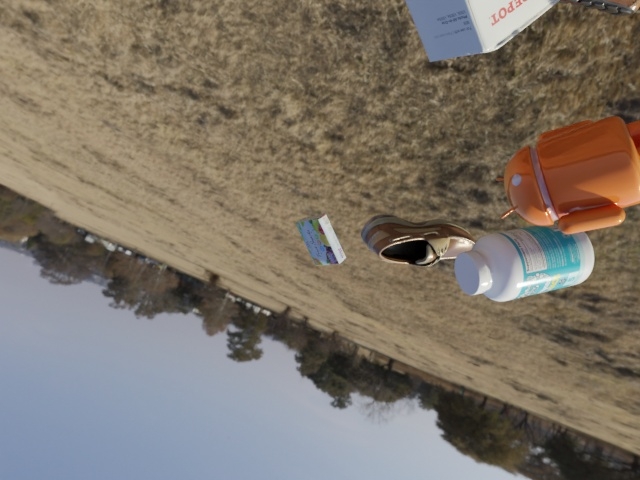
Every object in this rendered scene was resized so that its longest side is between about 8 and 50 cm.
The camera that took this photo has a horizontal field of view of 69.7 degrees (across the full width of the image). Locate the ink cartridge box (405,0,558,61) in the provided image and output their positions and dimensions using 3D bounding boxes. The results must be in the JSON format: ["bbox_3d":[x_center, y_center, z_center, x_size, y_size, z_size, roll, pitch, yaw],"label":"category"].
[{"bbox_3d":[0.197,-0.420,0.603,0.122,0.211,0.289,23,148,60],"label":"ink cartridge box"}]

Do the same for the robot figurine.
[{"bbox_3d":[0.362,-0.092,0.651,0.220,0.157,0.128,-17,177,32],"label":"robot figurine"}]

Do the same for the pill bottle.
[{"bbox_3d":[0.428,0.047,0.986,0.264,0.146,0.146,-10,176,-13],"label":"pill bottle"}]

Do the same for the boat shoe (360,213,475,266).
[{"bbox_3d":[0.261,0.019,1.177,0.325,0.123,0.116,3,-141,-20],"label":"boat shoe"}]

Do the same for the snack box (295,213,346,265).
[{"bbox_3d":[0.000,0.000,1.274,0.100,0.037,0.141,-7,114,49],"label":"snack box"}]

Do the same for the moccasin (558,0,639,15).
[{"bbox_3d":[0.707,-0.739,1.265,0.381,0.146,0.139,19,-161,11],"label":"moccasin"}]
